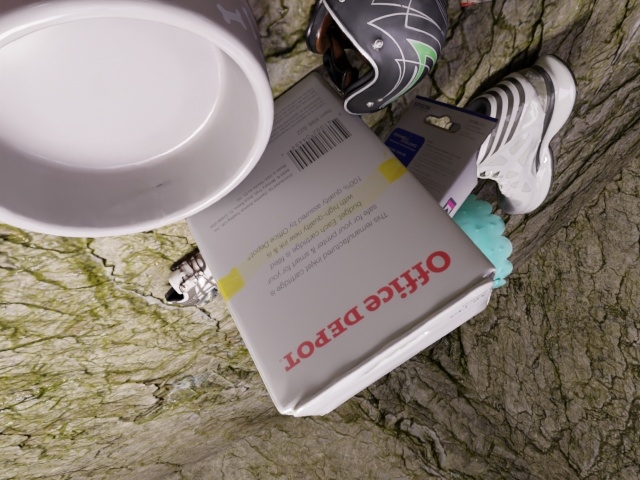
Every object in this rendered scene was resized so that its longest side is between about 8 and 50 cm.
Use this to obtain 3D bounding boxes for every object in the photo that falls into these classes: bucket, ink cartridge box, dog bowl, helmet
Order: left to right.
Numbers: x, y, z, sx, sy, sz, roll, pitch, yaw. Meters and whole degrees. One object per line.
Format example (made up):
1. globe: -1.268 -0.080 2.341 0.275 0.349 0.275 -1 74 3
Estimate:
1. dog bowl: -0.206 -0.128 0.434 0.349 0.102 0.349 -22 157 -10
2. ink cartridge box: 0.000 0.000 0.588 0.279 0.384 0.160 -35 151 2
3. helmet: 0.069 -0.253 0.509 0.169 0.169 0.161 -19 163 -25
4. ink cartridge box: 0.124 -0.059 0.709 0.069 0.176 0.371 30 97 -46
5. bucket: 0.325 0.026 1.092 0.183 0.281 0.281 -15 148 -14

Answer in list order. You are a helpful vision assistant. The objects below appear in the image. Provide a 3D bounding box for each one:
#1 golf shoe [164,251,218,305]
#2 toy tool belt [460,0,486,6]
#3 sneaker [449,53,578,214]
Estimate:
1. golf shoe: -0.224 0.060 0.775 0.094 0.077 0.198 -4 139 -42
2. toy tool belt: 0.235 -0.376 0.616 0.083 0.052 0.051 -25 119 -23
3. sneaker: 0.396 -0.187 0.988 0.257 0.169 0.447 -23 143 -1
